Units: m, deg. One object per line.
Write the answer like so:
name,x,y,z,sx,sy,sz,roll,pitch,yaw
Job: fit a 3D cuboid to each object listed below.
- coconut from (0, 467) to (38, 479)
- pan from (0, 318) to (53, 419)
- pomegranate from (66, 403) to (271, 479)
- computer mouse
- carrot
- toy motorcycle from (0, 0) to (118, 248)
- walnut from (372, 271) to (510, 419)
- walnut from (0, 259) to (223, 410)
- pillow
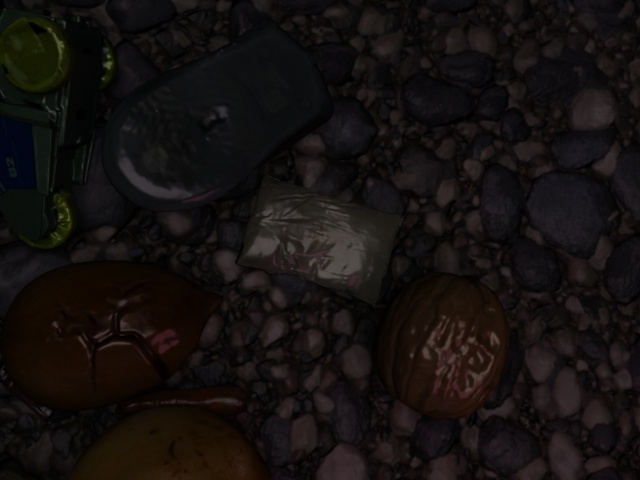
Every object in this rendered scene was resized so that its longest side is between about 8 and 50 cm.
coconut,-0.422,0.398,0.956,0.170,0.171,0.183,-23,85,-9
pan,-0.453,0.179,1.033,0.212,0.040,0.115,37,80,4
pomegranate,-0.188,0.353,0.940,0.307,0.307,0.307,1,85,-8
computer mouse,-0.144,-0.175,1.072,0.371,0.122,0.188,-36,94,-16
carrot,-0.201,0.235,1.064,0.191,0.047,0.047,-1,85,-8
toy motorcycle,-0.415,-0.159,1.014,0.199,0.191,0.327,14,101,1
walnut,0.177,0.146,1.058,0.213,0.213,0.213,1,85,-8
walnut,-0.276,0.117,0.989,0.297,0.203,0.203,-17,88,-7
pillow,0.000,0.000,1.112,0.229,0.050,0.148,16,87,-9
